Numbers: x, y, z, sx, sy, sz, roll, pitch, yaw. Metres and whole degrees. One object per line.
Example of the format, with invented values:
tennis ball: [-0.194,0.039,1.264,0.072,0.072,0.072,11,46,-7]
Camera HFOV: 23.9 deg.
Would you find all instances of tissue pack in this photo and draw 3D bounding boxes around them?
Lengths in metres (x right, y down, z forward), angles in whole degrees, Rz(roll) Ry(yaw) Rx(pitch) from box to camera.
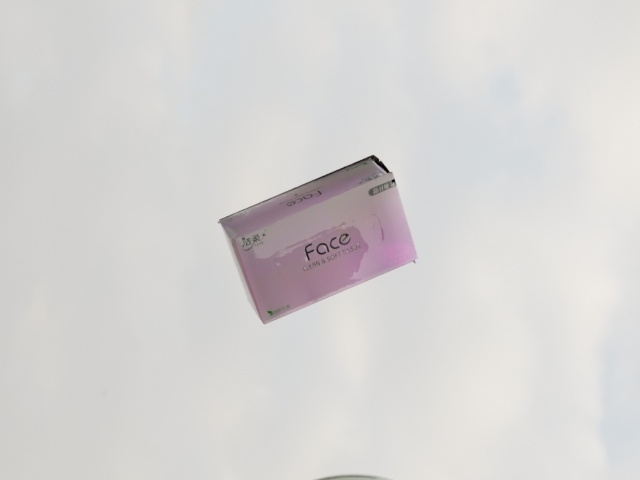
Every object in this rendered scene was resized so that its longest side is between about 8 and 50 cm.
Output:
tissue pack: [0.000,0.000,2.127,0.092,0.246,0.149,-131,-160,-62]

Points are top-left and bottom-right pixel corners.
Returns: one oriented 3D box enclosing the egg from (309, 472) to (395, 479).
egg: [0.013,0.316,1.408,0.253,0.188,0.189,-42,-126,37]
